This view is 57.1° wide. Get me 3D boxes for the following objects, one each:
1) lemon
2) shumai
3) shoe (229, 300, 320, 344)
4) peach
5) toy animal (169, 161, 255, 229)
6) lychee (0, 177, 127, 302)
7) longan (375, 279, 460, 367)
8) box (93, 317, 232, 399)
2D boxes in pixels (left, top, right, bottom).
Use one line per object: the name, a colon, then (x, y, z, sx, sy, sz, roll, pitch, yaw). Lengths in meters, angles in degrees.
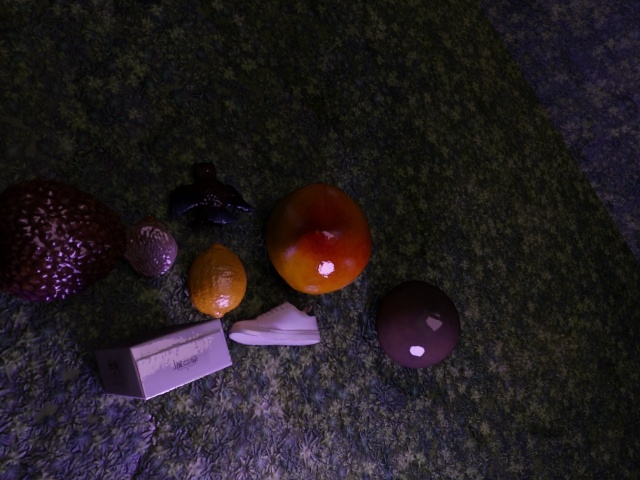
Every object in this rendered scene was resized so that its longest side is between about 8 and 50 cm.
lemon: (-0.247, 0.093, 1.414, 0.142, 0.142, 0.186, 12, 66, -33)
shumai: (-0.397, 0.006, 1.360, 0.146, 0.145, 0.116, 37, 17, -22)
shoe: (-0.117, 0.210, 1.513, 0.265, 0.095, 0.110, 14, 65, -38)
peach: (0.004, 0.002, 1.516, 0.289, 0.308, 0.288, -2, 95, -28)
toy animal: (-0.270, -0.118, 1.467, 0.219, 0.116, 0.179, -4, 82, -30)
lychee: (-0.521, 0.000, 1.185, 0.272, 0.271, 0.271, 10, 73, -34)
longan: (0.279, 0.242, 1.698, 0.258, 0.258, 0.257, 10, 73, -34)
box: (-0.337, 0.245, 1.236, 0.195, 0.261, 0.110, -16, 92, -36)
